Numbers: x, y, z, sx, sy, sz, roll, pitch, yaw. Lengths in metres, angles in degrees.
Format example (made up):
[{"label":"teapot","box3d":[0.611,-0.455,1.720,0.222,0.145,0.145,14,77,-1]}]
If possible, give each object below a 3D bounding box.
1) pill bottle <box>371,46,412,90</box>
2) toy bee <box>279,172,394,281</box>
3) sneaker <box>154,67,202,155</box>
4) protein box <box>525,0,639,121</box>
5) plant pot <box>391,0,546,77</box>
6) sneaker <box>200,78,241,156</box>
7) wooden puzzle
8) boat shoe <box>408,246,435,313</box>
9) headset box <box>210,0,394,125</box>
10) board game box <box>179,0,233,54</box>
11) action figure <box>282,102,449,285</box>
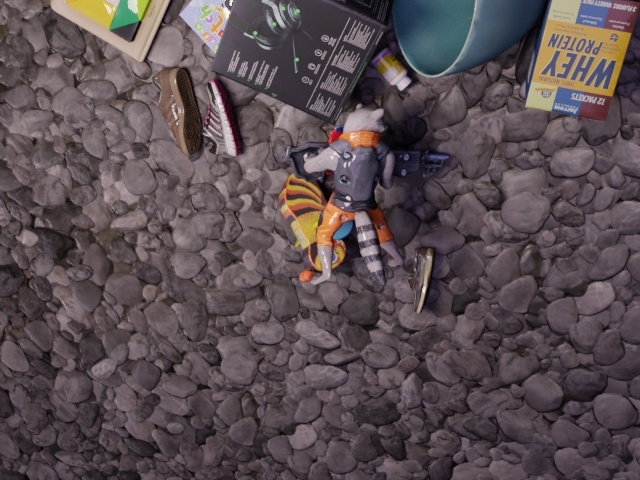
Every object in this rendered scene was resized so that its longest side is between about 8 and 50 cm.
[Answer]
[{"label":"pill bottle","box3d":[0.141,-0.335,1.502,0.043,0.043,0.083,-39,100,26]},{"label":"toy bee","box3d":[0.000,0.000,1.605,0.298,0.162,0.195,43,158,17]},{"label":"sneaker","box3d":[-0.307,-0.276,1.647,0.071,0.066,0.188,5,110,31]},{"label":"protein box","box3d":[0.445,-0.336,1.332,0.136,0.201,0.199,13,116,9]},{"label":"plant pot","box3d":[0.272,-0.434,1.322,0.195,0.290,0.290,-8,116,-21]},{"label":"sneaker","box3d":[-0.223,-0.254,1.623,0.075,0.063,0.170,-8,116,11]},{"label":"wooden puzzle","box3d":[-0.427,-0.516,1.573,0.239,0.044,0.221,32,118,-1]},{"label":"boat shoe","box3d":[0.215,0.084,1.667,0.049,0.056,0.152,13,107,14]},{"label":"headset box","box3d":[-0.045,-0.388,1.416,0.283,0.131,0.246,22,136,-8]},{"label":"board game box","box3d":[-0.155,-0.464,1.526,0.211,0.039,0.160,-39,99,26]},{"label":"action figure","box3d":[0.113,-0.096,1.467,0.341,0.178,0.330,-8,105,-14]}]
